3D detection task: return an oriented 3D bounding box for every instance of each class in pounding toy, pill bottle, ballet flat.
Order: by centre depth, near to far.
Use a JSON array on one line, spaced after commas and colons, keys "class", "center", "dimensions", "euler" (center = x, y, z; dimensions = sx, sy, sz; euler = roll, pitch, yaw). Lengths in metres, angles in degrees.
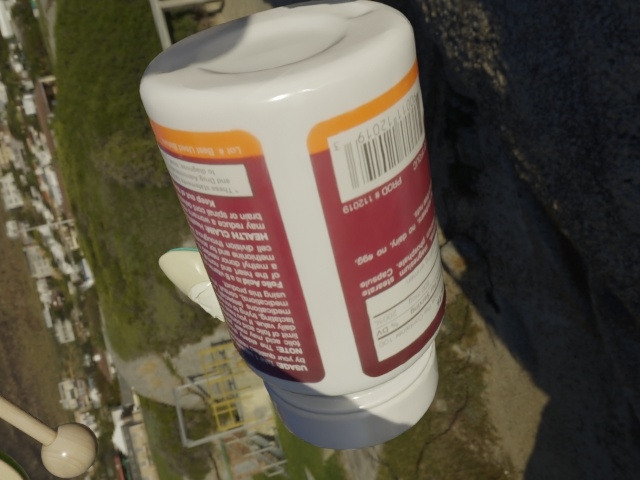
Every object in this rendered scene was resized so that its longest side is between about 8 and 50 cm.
[{"class": "pill bottle", "center": [0.000, 0.000, 0.604], "dimensions": [0.224, 0.224, 0.392], "euler": [-123, 17, -55]}, {"class": "pounding toy", "center": [-0.355, 0.232, 0.628], "dimensions": [0.183, 0.237, 0.110], "euler": [42, 180, -24]}, {"class": "ballet flat", "center": [-0.099, 0.077, 0.860], "dimensions": [0.086, 0.249, 0.086], "euler": [-164, 90, -72]}]
